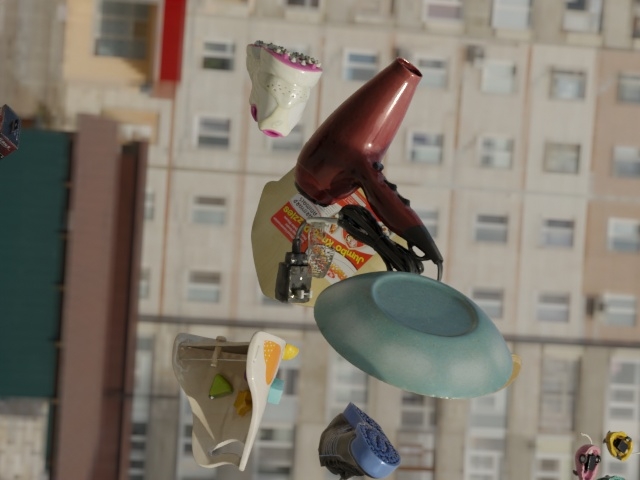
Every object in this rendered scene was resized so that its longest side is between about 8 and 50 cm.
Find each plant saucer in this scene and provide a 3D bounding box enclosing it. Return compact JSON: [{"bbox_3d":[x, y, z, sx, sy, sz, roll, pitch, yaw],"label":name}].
[{"bbox_3d":[0.091,0.074,1.394,0.195,0.195,0.037,-100,-155,-59],"label":"plant saucer"}]

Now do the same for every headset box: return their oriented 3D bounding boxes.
[{"bbox_3d":[-0.404,-0.125,1.856,0.032,0.083,0.062,47,23,-36],"label":"headset box"}]

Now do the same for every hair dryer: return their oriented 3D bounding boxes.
[{"bbox_3d":[0.065,-0.057,1.662,0.080,0.223,0.293,13,82,-54],"label":"hair dryer"}]

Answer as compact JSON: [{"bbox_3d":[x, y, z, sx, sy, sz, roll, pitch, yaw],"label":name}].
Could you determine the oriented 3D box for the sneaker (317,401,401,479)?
[{"bbox_3d":[0.046,0.294,2.066,0.090,0.081,0.232,-51,-172,3],"label":"sneaker"}]

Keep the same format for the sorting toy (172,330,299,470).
[{"bbox_3d":[-0.049,0.091,0.850,0.083,0.045,0.075,-5,-109,54],"label":"sorting toy"}]

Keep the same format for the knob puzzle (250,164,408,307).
[{"bbox_3d":[0.000,0.000,1.855,0.030,0.213,0.213,96,-4,-80],"label":"knob puzzle"}]

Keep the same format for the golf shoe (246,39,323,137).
[{"bbox_3d":[-0.075,-0.239,2.385,0.306,0.115,0.140,-116,-138,-80],"label":"golf shoe"}]

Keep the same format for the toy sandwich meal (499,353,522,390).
[{"bbox_3d":[0.207,0.156,1.843,0.085,0.085,0.029,102,-33,-48],"label":"toy sandwich meal"}]

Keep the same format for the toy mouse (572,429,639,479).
[{"bbox_3d":[0.415,0.348,2.273,0.031,0.161,0.143,17,-104,50],"label":"toy mouse"}]
